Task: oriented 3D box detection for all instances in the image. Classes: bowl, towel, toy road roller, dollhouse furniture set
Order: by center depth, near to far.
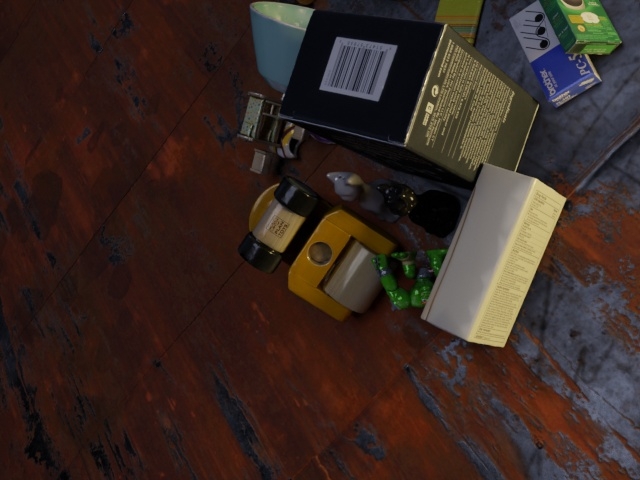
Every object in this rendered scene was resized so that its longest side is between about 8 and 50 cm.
[{"bbox_3d":[0.304,-0.507,1.603,0.102,0.021,0.237,12,86,33],"label":"towel"},{"bbox_3d":[0.000,0.000,1.637,0.330,0.240,0.202,33,103,-1],"label":"toy road roller"},{"bbox_3d":[-0.020,-0.417,1.682,0.311,0.312,0.163,34,121,37],"label":"bowl"},{"bbox_3d":[-0.111,-0.236,1.724,0.161,0.101,0.181,22,101,43],"label":"dollhouse furniture set"}]

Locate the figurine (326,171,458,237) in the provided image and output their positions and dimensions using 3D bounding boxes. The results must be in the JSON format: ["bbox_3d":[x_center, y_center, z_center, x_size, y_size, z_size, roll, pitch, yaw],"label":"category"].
[{"bbox_3d":[0.139,-0.087,1.509,0.215,0.209,0.092,18,91,39],"label":"figurine"}]

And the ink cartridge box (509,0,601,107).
[{"bbox_3d":[0.451,-0.370,1.441,0.097,0.046,0.207,-31,63,29],"label":"ink cartridge box"}]

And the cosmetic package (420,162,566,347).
[{"bbox_3d":[0.321,0.032,1.377,0.113,0.160,0.309,24,93,39],"label":"cosmetic package"}]

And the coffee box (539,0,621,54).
[{"bbox_3d":[0.475,-0.431,1.396,0.040,0.113,0.184,126,132,-55],"label":"coffee box"}]

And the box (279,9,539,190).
[{"bbox_3d":[0.175,-0.248,1.400,0.294,0.395,0.212,20,93,39],"label":"box"}]

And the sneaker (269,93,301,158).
[{"bbox_3d":[-0.058,-0.288,1.800,0.084,0.070,0.185,22,102,37],"label":"sneaker"}]

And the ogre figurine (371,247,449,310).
[{"bbox_3d":[0.209,0.077,1.484,0.097,0.197,0.118,172,93,-74],"label":"ogre figurine"}]

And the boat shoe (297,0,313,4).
[{"bbox_3d":[-0.011,-0.730,1.838,0.089,0.105,0.285,37,103,34],"label":"boat shoe"}]

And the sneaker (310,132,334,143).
[{"bbox_3d":[0.045,-0.267,1.690,0.236,0.104,0.095,18,92,40],"label":"sneaker"}]
